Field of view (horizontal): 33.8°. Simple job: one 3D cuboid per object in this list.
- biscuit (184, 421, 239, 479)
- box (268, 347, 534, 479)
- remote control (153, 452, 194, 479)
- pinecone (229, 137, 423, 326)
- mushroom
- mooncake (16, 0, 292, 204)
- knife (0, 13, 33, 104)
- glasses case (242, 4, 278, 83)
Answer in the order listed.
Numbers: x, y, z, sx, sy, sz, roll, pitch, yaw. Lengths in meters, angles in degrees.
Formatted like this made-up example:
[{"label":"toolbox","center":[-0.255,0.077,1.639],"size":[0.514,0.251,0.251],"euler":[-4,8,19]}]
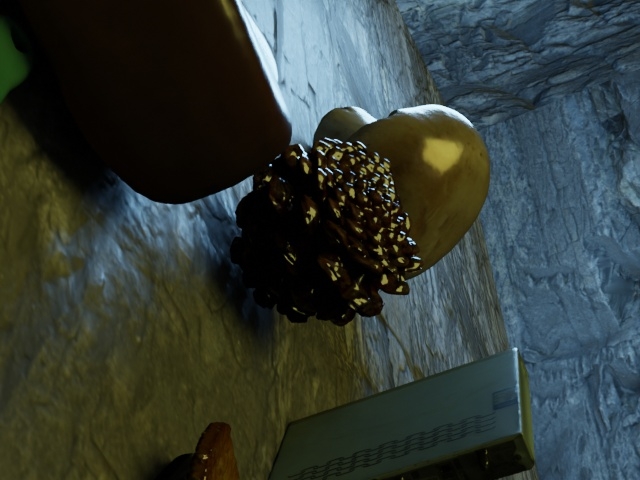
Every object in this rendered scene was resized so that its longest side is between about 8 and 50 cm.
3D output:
[{"label":"biscuit","center":[-0.081,0.255,0.823],"size":[0.126,0.025,0.206],"euler":[-43,125,-74]},{"label":"box","center":[0.079,0.203,1.044],"size":[0.211,0.270,0.045],"euler":[-69,136,-69]},{"label":"remote control","center":[-0.125,0.220,0.781],"size":[0.212,0.028,0.059],"euler":[-43,112,-74]},{"label":"pinecone","center":[0.000,0.000,1.169],"size":[0.221,0.221,0.222],"euler":[-20,90,-74]},{"label":"mushroom","center":[0.090,-0.096,1.588],"size":[0.290,0.292,0.292],"euler":[41,-2,34]},{"label":"mooncake","center":[-0.155,-0.206,0.926],"size":[0.326,0.174,0.334],"euler":[55,11,-71]},{"label":"knife","center":[-0.248,-0.068,0.739],"size":[0.260,0.034,0.063],"euler":[-87,156,-44]},{"label":"glasses case","center":[-0.110,-0.274,1.410],"size":[0.197,0.049,0.076],"euler":[52,23,-47]}]
